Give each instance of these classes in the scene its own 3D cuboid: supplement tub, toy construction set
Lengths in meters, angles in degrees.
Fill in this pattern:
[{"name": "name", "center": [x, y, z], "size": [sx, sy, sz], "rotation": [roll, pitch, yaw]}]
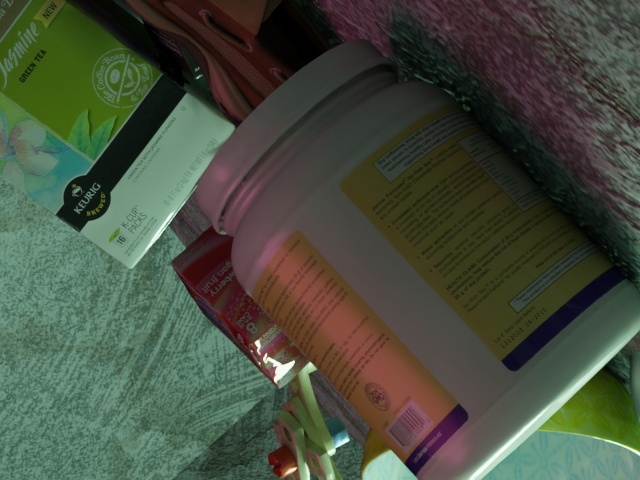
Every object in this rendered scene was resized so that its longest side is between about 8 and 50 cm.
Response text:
[{"name": "supplement tub", "center": [0.078, 0.020, 1.485], "size": [0.331, 0.241, 0.241], "rotation": [48, 171, 11]}, {"name": "toy construction set", "center": [0.054, 0.112, 1.874], "size": [0.151, 0.327, 0.215], "rotation": [39, 150, 20]}]

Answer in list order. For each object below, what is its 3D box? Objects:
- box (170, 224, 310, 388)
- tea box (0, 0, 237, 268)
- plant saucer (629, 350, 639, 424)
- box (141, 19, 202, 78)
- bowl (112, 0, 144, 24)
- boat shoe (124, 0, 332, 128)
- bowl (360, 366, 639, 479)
[{"name": "box", "center": [0.000, 0.000, 1.730], "size": [0.128, 0.257, 0.123], "rotation": [43, 170, 27]}, {"name": "tea box", "center": [-0.298, -0.176, 2.167], "size": [0.323, 0.220, 0.329], "rotation": [35, -173, -14]}, {"name": "plant saucer", "center": [0.336, 0.183, 1.601], "size": [0.195, 0.037, 0.195], "rotation": [47, 172, 9]}, {"name": "box", "center": [-0.185, -0.266, 2.005], "size": [0.116, 0.029, 0.162], "rotation": [38, 160, 57]}, {"name": "bowl", "center": [-0.296, -0.249, 2.533], "size": [0.298, 0.134, 0.298], "rotation": [47, 171, 10]}, {"name": "boat shoe", "center": [-0.084, -0.231, 1.661], "size": [0.120, 0.123, 0.324], "rotation": [-14, 132, 35]}, {"name": "bowl", "center": [0.185, 0.164, 1.767], "size": [0.289, 0.289, 0.156], "rotation": [64, -155, -61]}]
